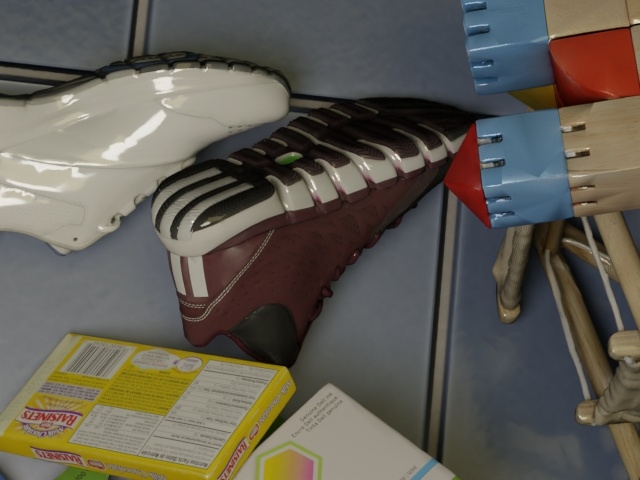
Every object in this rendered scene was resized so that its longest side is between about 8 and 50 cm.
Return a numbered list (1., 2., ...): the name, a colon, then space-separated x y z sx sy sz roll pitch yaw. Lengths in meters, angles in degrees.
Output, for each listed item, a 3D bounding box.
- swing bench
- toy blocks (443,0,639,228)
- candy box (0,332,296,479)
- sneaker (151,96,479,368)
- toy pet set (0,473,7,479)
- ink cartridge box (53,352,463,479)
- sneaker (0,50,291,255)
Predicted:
1. swing bench: 0.219 0.017 1.332 0.165 0.253 0.254 -35 73 -10
2. toy blocks: 0.198 -0.144 1.176 0.261 0.190 0.381 -8 59 8
3. candy box: -0.126 0.118 1.340 0.206 0.027 0.105 6 47 36
4. sneaker: 0.000 0.000 1.428 0.281 0.106 0.162 -20 122 -31
5. toy pet set: -0.279 0.194 1.390 0.114 0.065 0.122 -20 79 27
6. ink cartridge box: -0.055 0.178 1.316 0.255 0.097 0.189 36 60 24
7. sneaker: -0.163 -0.063 1.420 0.297 0.111 0.129 -14 99 -4
